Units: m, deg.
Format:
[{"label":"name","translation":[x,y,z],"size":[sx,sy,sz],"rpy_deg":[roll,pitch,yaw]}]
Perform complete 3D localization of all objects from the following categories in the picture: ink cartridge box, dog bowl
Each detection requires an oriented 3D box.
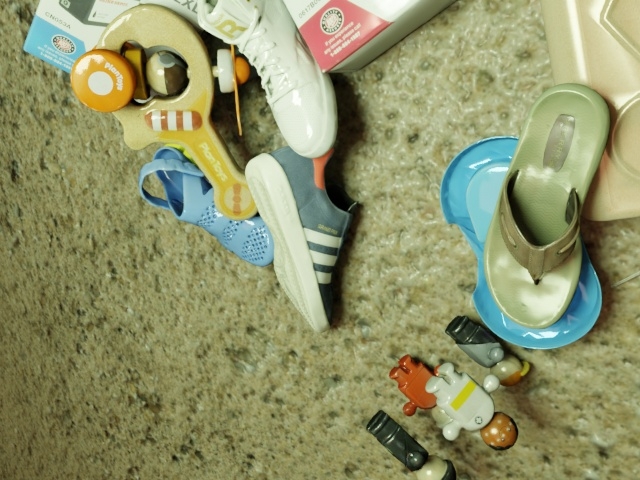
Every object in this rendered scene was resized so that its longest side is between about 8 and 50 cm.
[{"label":"ink cartridge box","translation":[0.036,-0.412,0.737],"size":[0.226,0.131,0.306],"rpy_deg":[-29,93,35]},{"label":"dog bowl","translation":[0.277,-0.002,0.774],"size":[0.165,0.074,0.298],"rpy_deg":[-16,99,34]},{"label":"ink cartridge box","translation":[-0.288,-0.386,0.876],"size":[0.223,0.129,0.307],"rpy_deg":[26,128,-26]}]

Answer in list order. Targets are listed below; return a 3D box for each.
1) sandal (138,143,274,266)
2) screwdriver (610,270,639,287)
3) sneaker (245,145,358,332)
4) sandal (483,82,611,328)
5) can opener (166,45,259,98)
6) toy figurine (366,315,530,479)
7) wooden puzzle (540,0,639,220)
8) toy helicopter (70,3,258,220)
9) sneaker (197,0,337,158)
[{"label":"sandal","translation":[-0.204,-0.057,1.003],"size":[0.317,0.138,0.126],"rpy_deg":[36,120,13]},{"label":"screwdriver","translation":[0.446,0.018,0.717],"size":[0.170,0.024,0.025],"rpy_deg":[-35,58,41]},{"label":"sneaker","translation":[0.000,0.000,0.919],"size":[0.131,0.148,0.350],"rpy_deg":[40,152,46]},{"label":"sandal","translation":[0.259,-0.032,0.676],"size":[0.120,0.086,0.303],"rpy_deg":[13,113,26]},{"label":"can opener","translation":[-0.172,-0.256,0.966],"size":[0.283,0.076,0.095],"rpy_deg":[-14,132,33]},{"label":"toy figurine","translation":[0.194,0.240,0.829],"size":[0.148,0.213,0.209],"rpy_deg":[43,121,0]},{"label":"wooden puzzle","translation":[0.439,-0.200,0.611],"size":[0.347,0.080,0.323],"rpy_deg":[-7,103,37]},{"label":"toy helicopter","translation":[-0.183,-0.188,0.863],"size":[0.234,0.140,0.355],"rpy_deg":[-29,117,4]},{"label":"sneaker","translation":[-0.084,-0.251,0.763],"size":[0.108,0.169,0.293],"rpy_deg":[-28,72,36]}]
